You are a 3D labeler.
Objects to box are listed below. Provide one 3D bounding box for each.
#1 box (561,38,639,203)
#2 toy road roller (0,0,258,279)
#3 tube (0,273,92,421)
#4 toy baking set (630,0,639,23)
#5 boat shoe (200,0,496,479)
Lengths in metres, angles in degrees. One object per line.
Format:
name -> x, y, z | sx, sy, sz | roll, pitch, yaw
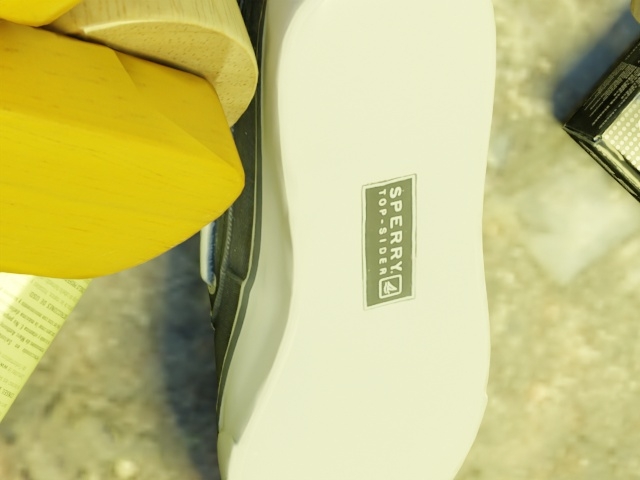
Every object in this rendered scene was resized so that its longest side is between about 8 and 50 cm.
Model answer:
box -> 0.231, -0.057, 0.725 | 0.184, 0.045, 0.190 | 42, 92, -21
toy road roller -> -0.104, -0.137, 0.454 | 0.241, 0.329, 0.202 | -30, 66, 27
tube -> -0.131, 0.023, 0.638 | 0.070, 0.062, 0.240 | 33, 82, 0
toy baking set -> 0.149, -0.126, 0.624 | 0.256, 0.196, 0.030 | -6, 132, -14
boat shoe -> 0.000, 0.000, 0.667 | 0.108, 0.102, 0.301 | -12, 128, -16
